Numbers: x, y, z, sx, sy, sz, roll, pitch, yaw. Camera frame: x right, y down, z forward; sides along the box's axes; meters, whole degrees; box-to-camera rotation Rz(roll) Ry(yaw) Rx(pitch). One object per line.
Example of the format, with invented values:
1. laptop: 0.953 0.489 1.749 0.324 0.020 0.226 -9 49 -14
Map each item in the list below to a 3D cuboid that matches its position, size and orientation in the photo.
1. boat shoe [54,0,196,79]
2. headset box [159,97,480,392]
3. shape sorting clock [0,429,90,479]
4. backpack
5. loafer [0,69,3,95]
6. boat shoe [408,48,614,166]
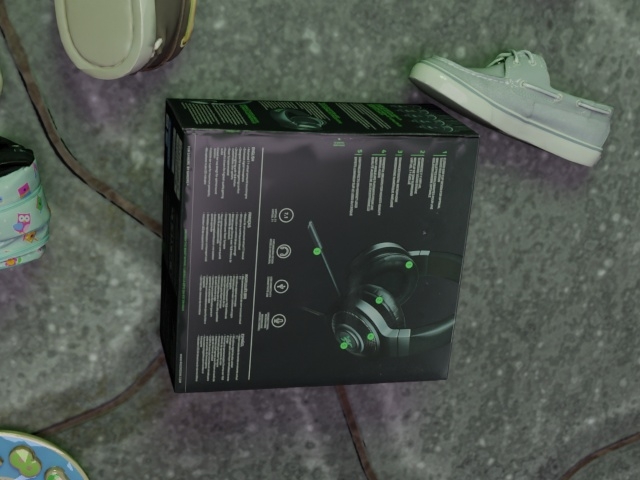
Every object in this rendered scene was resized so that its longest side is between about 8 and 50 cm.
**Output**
1. boat shoe: -0.150 -0.295 0.819 0.117 0.097 0.324 10 109 24
2. headset box: 0.000 0.000 0.954 0.283 0.131 0.246 -1 111 -15
3. shape sorting clock: -0.327 0.285 1.027 0.206 0.040 0.206 -5 112 -13
4. backpack: -0.323 -0.023 0.864 0.182 0.152 0.115 -16 120 -22
5. loafer: -0.381 -0.169 0.807 0.268 0.092 0.102 29 101 -23
6. boat shoe: 0.188 -0.142 0.986 0.228 0.079 0.081 19 98 -27
